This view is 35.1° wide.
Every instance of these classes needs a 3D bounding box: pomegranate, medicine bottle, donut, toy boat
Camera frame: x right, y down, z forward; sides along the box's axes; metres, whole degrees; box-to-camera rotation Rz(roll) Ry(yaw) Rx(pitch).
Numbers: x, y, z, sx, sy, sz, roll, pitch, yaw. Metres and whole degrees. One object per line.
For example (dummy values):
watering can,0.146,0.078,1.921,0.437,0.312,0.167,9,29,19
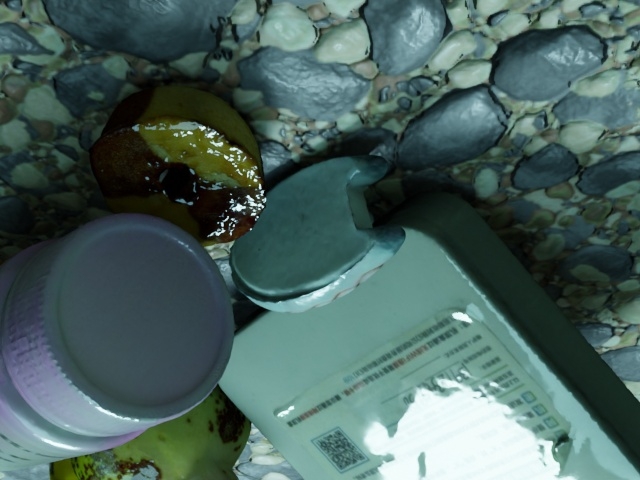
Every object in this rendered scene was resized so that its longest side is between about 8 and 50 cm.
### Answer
pomegranate,-0.181,0.258,1.236,0.222,0.276,0.204,-36,128,-4
medicine bottle,-0.270,0.116,1.043,0.219,0.219,0.388,27,151,-29
donut,-0.131,-0.071,0.962,0.166,0.073,0.184,-9,143,18
toy boat,0.000,0.000,1.005,0.208,0.134,0.079,-31,154,33

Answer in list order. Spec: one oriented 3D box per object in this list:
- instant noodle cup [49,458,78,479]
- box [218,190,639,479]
instant noodle cup,-0.269,0.327,1.429,0.144,0.182,0.182,-23,136,18
box,0.116,0.183,1.124,0.396,0.111,0.396,49,132,-5
